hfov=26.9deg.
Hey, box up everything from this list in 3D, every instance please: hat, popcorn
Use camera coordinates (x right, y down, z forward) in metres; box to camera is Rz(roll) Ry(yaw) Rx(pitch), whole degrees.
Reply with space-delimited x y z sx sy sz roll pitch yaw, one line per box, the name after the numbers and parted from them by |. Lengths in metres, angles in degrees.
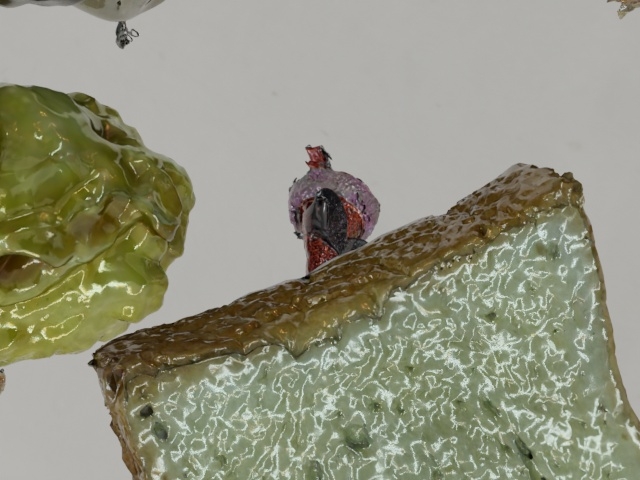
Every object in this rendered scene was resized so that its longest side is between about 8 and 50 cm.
0.002 -0.002 1.764 0.129 0.227 0.140 1 133 15 | hat
-0.247 -0.012 1.020 0.286 0.174 0.225 22 107 -41 | popcorn

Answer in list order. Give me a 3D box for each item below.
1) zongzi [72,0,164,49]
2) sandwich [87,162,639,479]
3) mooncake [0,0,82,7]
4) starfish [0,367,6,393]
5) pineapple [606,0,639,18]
-0.213 -0.281 1.372 0.181 0.418 0.447 18 136 -15 | zongzi
0.041 0.121 0.723 0.273 0.095 0.249 -22 104 -11 | sandwich
-0.201 -0.305 0.947 0.161 0.290 0.290 37 93 20 | mooncake
-0.566 0.167 1.739 0.302 0.060 0.299 26 61 24 | starfish
0.375 -0.377 1.300 0.352 0.300 0.352 -4 109 -13 | pineapple
